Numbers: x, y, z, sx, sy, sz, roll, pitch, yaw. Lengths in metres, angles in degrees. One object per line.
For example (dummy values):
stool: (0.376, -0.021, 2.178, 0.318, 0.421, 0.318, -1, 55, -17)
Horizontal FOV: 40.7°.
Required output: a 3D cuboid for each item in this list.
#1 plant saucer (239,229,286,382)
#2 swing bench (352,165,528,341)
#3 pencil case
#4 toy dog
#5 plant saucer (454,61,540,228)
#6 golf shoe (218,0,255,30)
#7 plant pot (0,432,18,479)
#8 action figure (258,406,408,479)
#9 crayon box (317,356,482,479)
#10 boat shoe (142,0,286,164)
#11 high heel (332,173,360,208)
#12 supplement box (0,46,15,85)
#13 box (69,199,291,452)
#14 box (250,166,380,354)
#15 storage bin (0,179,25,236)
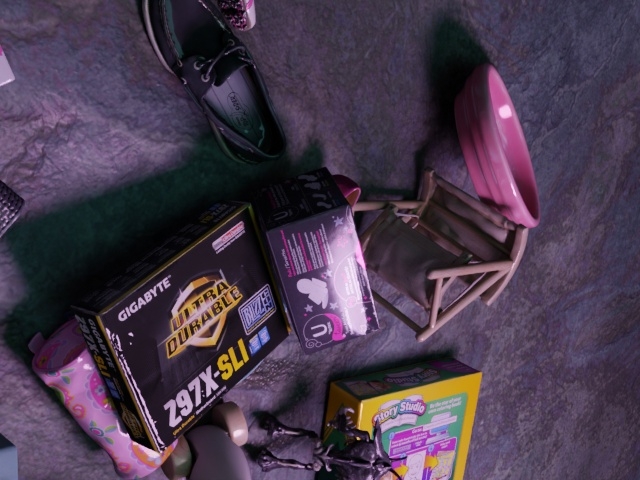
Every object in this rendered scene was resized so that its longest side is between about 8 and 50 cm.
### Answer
plant saucer: (-0.193, 0.114, 1.466, 0.317, 0.043, 0.318, -15, 114, -36)
swing bench: (0.198, 0.016, 1.598, 0.254, 0.253, 0.165, -22, 133, -33)
pencil case: (-0.335, 0.246, 1.348, 0.124, 0.124, 0.284, -42, 127, -21)
toy dog: (-0.158, 0.437, 1.463, 0.220, 0.334, 0.161, -5, 128, -13)
plant saucer: (0.342, -0.178, 1.688, 0.332, 0.084, 0.332, 49, 32, -45)
golf shoe: (-0.122, -0.416, 1.320, 0.086, 0.067, 0.186, -30, 122, -30)
plant pot: (-0.545, 0.341, 1.178, 0.234, 0.165, 0.166, -13, 114, -44)
action figure: (0.032, 0.395, 1.618, 0.141, 0.275, 0.164, -7, 104, -76)
crayon box: (0.167, 0.433, 1.837, 0.362, 0.106, 0.313, -4, 107, -40)
boat shoe: (-0.149, -0.252, 1.324, 0.127, 0.113, 0.340, -39, 126, -23)
high heel: (0.000, 0.000, 1.535, 0.082, 0.117, 0.244, 17, 94, -42)
supplement box: (-0.506, -0.207, 1.042, 0.220, 0.114, 0.111, -32, 122, -26)
box: (-0.200, 0.125, 1.336, 0.322, 0.079, 0.257, -40, 127, -39)
box: (-0.011, 0.033, 1.432, 0.142, 0.163, 0.247, -18, 120, -6)
storage bin: (-0.472, -0.017, 1.069, 0.180, 0.122, 0.084, -52, 132, -14)
